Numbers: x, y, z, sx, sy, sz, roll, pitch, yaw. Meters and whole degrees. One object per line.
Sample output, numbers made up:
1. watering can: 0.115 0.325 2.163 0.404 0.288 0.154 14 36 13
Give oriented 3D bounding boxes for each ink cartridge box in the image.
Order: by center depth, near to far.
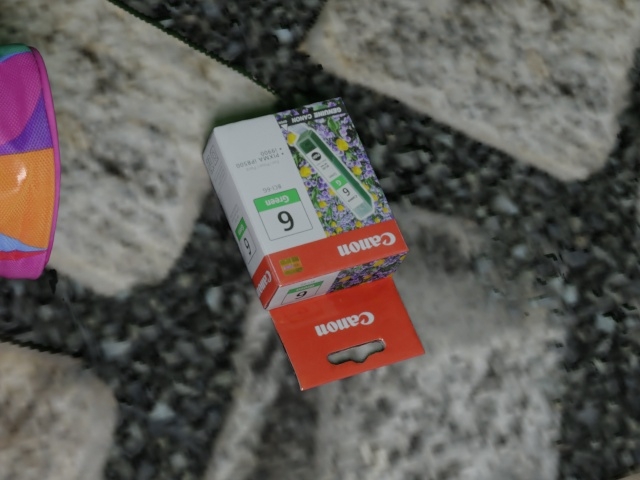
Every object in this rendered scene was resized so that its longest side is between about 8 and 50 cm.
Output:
1. ink cartridge box: 0.000 0.000 0.810 0.062 0.029 0.115 -15 70 -22

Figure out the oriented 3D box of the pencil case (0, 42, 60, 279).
1. pencil case: -0.217 -0.026 0.725 0.236 0.104 0.104 -2 66 -18
